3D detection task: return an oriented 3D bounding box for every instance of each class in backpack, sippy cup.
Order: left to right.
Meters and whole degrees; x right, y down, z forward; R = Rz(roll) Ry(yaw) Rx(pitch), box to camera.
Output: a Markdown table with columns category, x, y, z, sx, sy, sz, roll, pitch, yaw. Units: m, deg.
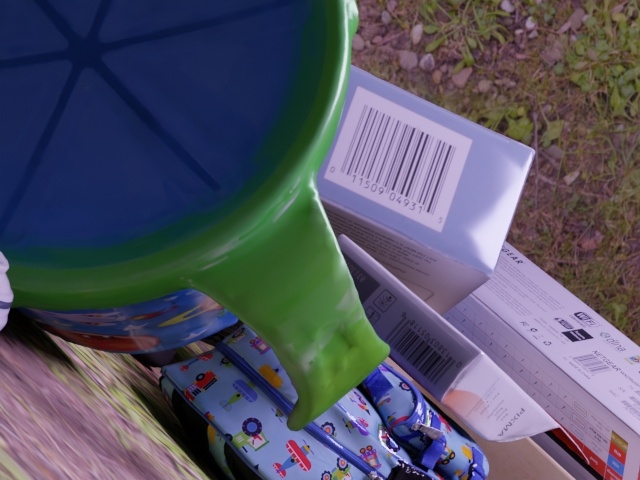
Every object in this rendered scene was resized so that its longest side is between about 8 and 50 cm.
| category | x | y | z | sx | sy | sz | roll | pitch | yaw |
| --- | --- | --- | --- | --- | --- | --- | --- | --- | --- |
| sippy cup | -0.098 | -0.052 | 0.934 | 0.224 | 0.240 | 0.305 | 85 | 0 | -71 |
| backpack | -0.005 | 0.109 | 1.156 | 0.173 | 0.117 | 0.158 | 42 | -1 | -40 |

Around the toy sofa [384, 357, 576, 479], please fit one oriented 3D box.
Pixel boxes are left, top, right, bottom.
| category | x | y | z | sx | sy | sz | roll | pitch | yaw |
| --- | --- | --- | --- | --- | --- | --- | --- | --- | --- |
| toy sofa | 0.112 | 0.208 | 1.349 | 0.362 | 0.150 | 0.177 | 42 | -6 | 42 |

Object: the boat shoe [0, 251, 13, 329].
| category | x | y | z | sx | sy | sz | roll | pitch | yaw |
| --- | --- | --- | --- | --- | --- | --- | --- | --- | --- |
| boat shoe | -0.163 | -0.041 | 0.662 | 0.083 | 0.076 | 0.226 | 43 | -2 | 41 |

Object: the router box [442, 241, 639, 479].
| category | x | y | z | sx | sy | sz | roll | pitch | yaw |
| --- | --- | --- | --- | --- | --- | --- | --- | --- | --- |
| router box | 0.173 | 0.198 | 1.574 | 0.335 | 0.082 | 0.301 | 43 | -46 | 52 |

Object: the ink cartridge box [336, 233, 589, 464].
| category | x | y | z | sx | sy | sz | roll | pitch | yaw |
| --- | --- | --- | --- | --- | --- | --- | --- | --- | --- |
| ink cartridge box | 0.081 | 0.082 | 1.242 | 0.145 | 0.045 | 0.179 | 41 | -4 | 40 |

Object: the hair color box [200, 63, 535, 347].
| category | x | y | z | sx | sy | sz | roll | pitch | yaw |
| --- | --- | --- | --- | --- | --- | --- | --- | --- | --- |
| hair color box | 0.000 | 0.000 | 1.518 | 0.185 | 0.114 | 0.374 | 25 | -24 | -9 |

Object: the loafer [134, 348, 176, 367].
| category | x | y | z | sx | sy | sz | roll | pitch | yaw |
| --- | --- | --- | --- | --- | --- | --- | --- | --- | --- |
| loafer | -0.141 | 0.005 | 1.272 | 0.080 | 0.078 | 0.220 | 43 | -2 | 33 |
